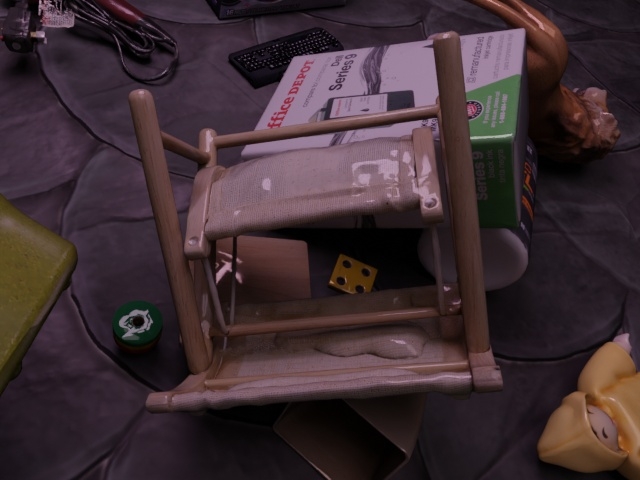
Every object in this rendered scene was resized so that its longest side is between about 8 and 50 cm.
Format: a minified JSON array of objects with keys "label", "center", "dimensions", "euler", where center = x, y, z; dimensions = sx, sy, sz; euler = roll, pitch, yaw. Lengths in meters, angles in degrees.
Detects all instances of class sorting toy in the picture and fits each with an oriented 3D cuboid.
[{"label":"sorting toy","center":[-0.070,0.062,0.631],"dimensions":[0.274,0.046,0.132],"euler":[5,54,-15]}]

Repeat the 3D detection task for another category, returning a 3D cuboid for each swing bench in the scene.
[{"label":"swing bench","center":[0.000,0.000,0.491],"dimensions":[0.253,0.165,0.255],"euler":[-6,87,11]}]

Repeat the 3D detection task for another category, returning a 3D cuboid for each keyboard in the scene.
[{"label":"keyboard","center":[-0.037,-0.285,0.903],"dimensions":[0.192,0.038,0.100],"euler":[-32,70,-33]}]

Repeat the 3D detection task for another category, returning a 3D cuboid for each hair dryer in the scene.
[{"label":"hair dryer","center":[-0.330,-0.338,0.839],"dimensions":[0.223,0.080,0.294],"euler":[5,58,-34]}]

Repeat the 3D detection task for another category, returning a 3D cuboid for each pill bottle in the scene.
[{"label":"pill bottle","center":[0.207,-0.066,0.764],"dimensions":[0.130,0.130,0.246],"euler":[22,51,-2]}]

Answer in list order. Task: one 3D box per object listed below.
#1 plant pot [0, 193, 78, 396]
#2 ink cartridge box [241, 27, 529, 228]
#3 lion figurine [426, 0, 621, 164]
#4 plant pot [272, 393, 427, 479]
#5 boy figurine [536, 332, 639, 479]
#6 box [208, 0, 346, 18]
[{"label":"plant pot","center":[-0.341,0.025,0.296],"dimensions":[0.353,0.366,0.366],"euler":[32,49,-19]},{"label":"ink cartridge box","center":[0.083,-0.124,0.687],"dimensions":[0.289,0.121,0.211],"euler":[0,46,22]},{"label":"lion figurine","center":[0.282,-0.220,0.817],"dimensions":[0.240,0.142,0.392],"euler":[41,15,27]},{"label":"plant pot","center":[0.039,0.160,0.565],"dimensions":[0.109,0.109,0.096],"euler":[40,42,12]},{"label":"boy figurine","center":[0.357,0.186,0.657],"dimensions":[0.285,0.092,0.177],"euler":[-1,58,-23]},{"label":"box","center":[-0.075,-0.474,0.960],"dimensions":[0.247,0.142,0.163],"euler":[-19,63,-28]}]
